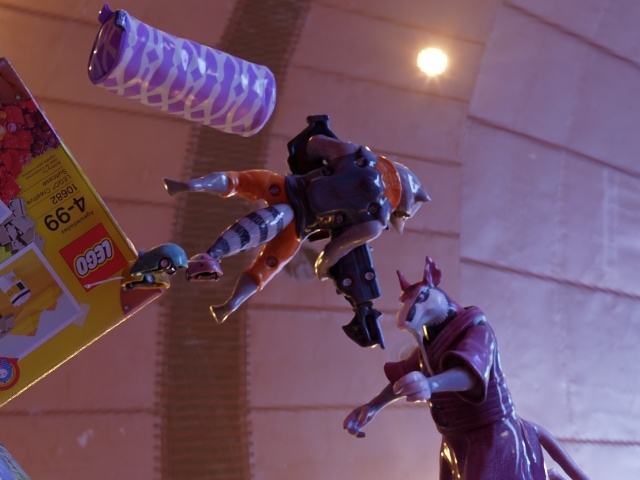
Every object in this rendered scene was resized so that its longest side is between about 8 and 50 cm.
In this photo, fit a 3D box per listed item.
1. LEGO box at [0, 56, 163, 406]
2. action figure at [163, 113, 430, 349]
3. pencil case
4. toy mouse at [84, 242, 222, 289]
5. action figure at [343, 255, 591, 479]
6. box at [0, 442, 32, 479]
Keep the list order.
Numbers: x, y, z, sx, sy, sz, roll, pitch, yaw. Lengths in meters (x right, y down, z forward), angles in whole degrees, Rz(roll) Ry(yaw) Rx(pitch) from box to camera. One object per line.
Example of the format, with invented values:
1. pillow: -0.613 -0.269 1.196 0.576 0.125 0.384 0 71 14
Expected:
1. LEGO box: -0.526 0.053 1.437 0.500 0.193 0.372 -36 -74 -15
2. action figure: 0.000 0.000 1.466 0.330 0.178 0.341 -22 -92 -16
3. pencil case: -0.145 -0.175 1.161 0.206 0.086 0.088 19 -134 -35
4. toy mouse: -0.158 0.026 1.232 0.161 0.143 0.031 5 -108 -42
5. action figure: 0.184 0.191 1.254 0.275 0.248 0.370 -16 -87 -17
6. box: -0.254 0.228 0.841 0.058 0.232 0.322 -48 -125 -5
